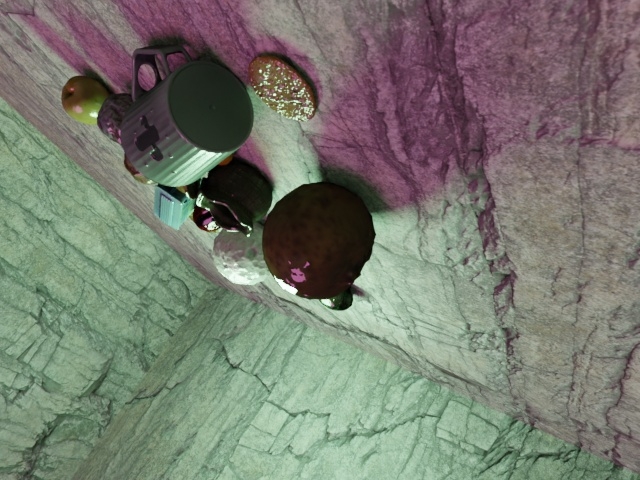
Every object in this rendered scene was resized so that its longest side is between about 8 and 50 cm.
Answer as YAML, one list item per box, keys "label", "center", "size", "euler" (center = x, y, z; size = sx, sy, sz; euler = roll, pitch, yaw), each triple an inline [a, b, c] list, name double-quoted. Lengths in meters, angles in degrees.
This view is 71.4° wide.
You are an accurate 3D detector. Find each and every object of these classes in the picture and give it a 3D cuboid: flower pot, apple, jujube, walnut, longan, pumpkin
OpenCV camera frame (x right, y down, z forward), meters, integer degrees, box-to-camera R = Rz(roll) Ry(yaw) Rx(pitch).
- label: "flower pot"
  center: [-0.348, -0.174, 1.783]
  size: [0.301, 0.213, 0.302]
  euler: [27, 159, 12]
- label: "apple"
  center: [-0.950, -0.568, 1.815]
  size: [0.199, 0.200, 0.200]
  euler: [28, 159, 12]
- label: "jujube"
  center: [-0.693, -0.427, 1.716]
  size: [0.316, 0.226, 0.226]
  euler: [34, 159, -3]
- label: "jujube"
  center: [-0.534, -0.135, 2.230]
  size: [0.236, 0.168, 0.168]
  euler: [-15, 132, 39]
- label: "walnut"
  center: [-0.752, -0.358, 1.947]
  size: [0.224, 0.224, 0.224]
  euler: [28, 159, 12]
- label: "longan"
  center: [0.000, 0.000, 1.456]
  size: [0.390, 0.391, 0.391]
  euler: [28, 159, 12]
- label: "pumpkin"
  center: [0.076, 0.286, 2.299]
  size: [0.190, 0.147, 0.190]
  euler: [7, 175, 1]

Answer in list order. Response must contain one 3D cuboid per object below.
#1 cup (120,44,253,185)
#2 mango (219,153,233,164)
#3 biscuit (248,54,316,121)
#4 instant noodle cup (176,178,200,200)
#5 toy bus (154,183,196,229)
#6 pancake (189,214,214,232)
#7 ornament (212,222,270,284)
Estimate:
- label: "cup"
  center: [-0.438, -0.376, 1.348]
  size: [0.401, 0.310, 0.392]
  euler: [41, 153, -27]
- label: "mango"
  center: [-0.399, -0.338, 1.677]
  size: [0.184, 0.085, 0.102]
  euler: [28, 166, 42]
- label: "biscuit"
  center: [-0.100, -0.397, 1.179]
  size: [0.219, 0.033, 0.220]
  euler: [29, 161, 11]
- label: "instant noodle cup"
  center: [-0.521, -0.291, 1.683]
  size: [0.090, 0.274, 0.274]
  euler: [2, 157, -2]
- label: "toy bus"
  center: [-0.692, -0.204, 2.154]
  size: [0.152, 0.190, 0.312]
  euler: [36, 149, -3]
- label: "pancake"
  center: [-0.724, -0.168, 2.512]
  size: [0.386, 0.082, 0.387]
  euler: [31, 166, 8]
- label: "ornament"
  center: [-0.375, 0.064, 2.222]
  size: [0.336, 0.337, 0.337]
  euler: [28, 159, 12]
